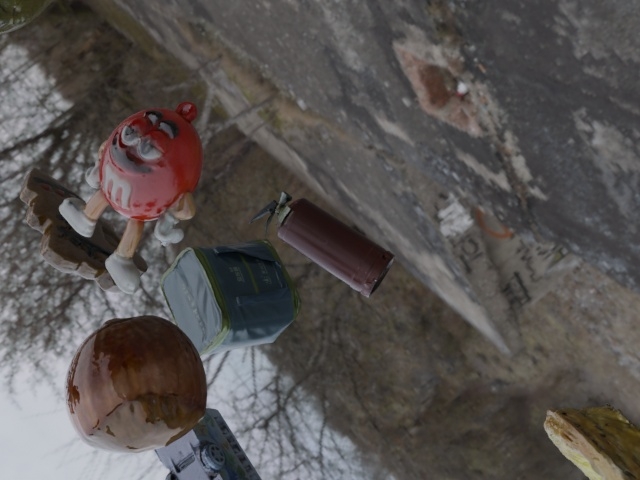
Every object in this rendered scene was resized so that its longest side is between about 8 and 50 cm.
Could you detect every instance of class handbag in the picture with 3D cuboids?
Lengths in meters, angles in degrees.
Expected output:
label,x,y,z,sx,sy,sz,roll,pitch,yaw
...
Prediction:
label,x,y,z,sx,sy,sz,roll,pitch,yaw
handbag,-0.213,0.130,1.870,0.241,0.222,0.263,-7,-117,-44

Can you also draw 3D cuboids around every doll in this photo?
label,x,y,z,sx,sy,sz,roll,pitch,yaw
doll,-0.209,-0.067,0.919,0.183,0.217,0.085,47,-165,22

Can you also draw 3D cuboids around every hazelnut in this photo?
label,x,y,z,sx,sy,sz,roll,pitch,yaw
hazelnut,-0.275,0.212,1.157,0.214,0.214,0.176,52,157,11

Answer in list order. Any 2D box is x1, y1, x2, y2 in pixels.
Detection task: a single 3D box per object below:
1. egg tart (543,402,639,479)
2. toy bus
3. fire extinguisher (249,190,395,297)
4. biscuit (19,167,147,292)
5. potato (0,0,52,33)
label,x,y,z,sx,sy,sz,roll,pitch,yaw
egg tart,0.310,0.232,0.795,0.191,0.074,0.191,46,179,1
toy bus,-0.155,0.449,1.346,0.330,0.109,0.136,55,-162,16
fire extinguisher,0.000,0.000,1.454,0.269,0.105,0.105,33,173,10
biscuit,-0.441,-0.027,1.406,0.301,0.043,0.278,48,-169,14
potato,-0.376,-0.339,0.921,0.159,0.251,0.174,25,159,-16
